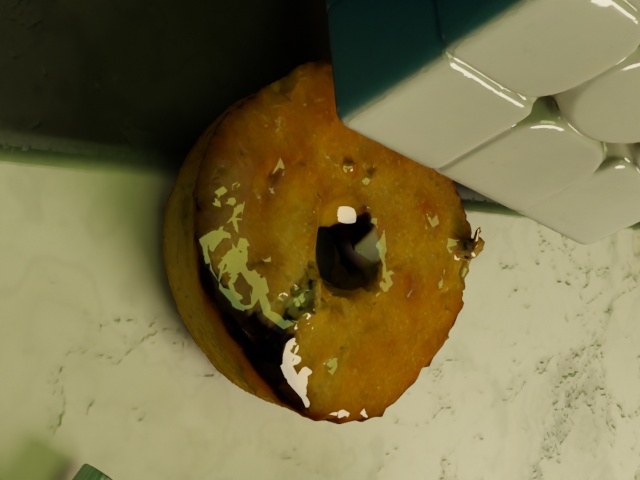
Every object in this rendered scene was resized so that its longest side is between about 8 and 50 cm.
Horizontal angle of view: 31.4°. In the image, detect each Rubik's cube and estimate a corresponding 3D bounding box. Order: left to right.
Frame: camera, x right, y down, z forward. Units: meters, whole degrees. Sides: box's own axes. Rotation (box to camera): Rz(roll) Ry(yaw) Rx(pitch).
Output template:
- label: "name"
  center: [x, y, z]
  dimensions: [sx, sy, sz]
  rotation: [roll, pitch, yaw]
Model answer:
- label: "Rubik's cube"
  center: [0.194, -0.211, 0.794]
  dimensions: [0.291, 0.290, 0.291]
  rotation: [23, 50, -38]

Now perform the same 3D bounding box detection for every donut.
- label: "donut"
  center: [0.002, 0.002, 0.808]
  dimensions: [0.253, 0.118, 0.253]
  rotation: [-5, 97, -41]

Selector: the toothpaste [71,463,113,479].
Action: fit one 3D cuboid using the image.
- label: "toothpaste"
  center: [-0.215, 0.268, 0.682]
  dimensions: [0.075, 0.048, 0.297]
  rotation: [47, 66, -34]
